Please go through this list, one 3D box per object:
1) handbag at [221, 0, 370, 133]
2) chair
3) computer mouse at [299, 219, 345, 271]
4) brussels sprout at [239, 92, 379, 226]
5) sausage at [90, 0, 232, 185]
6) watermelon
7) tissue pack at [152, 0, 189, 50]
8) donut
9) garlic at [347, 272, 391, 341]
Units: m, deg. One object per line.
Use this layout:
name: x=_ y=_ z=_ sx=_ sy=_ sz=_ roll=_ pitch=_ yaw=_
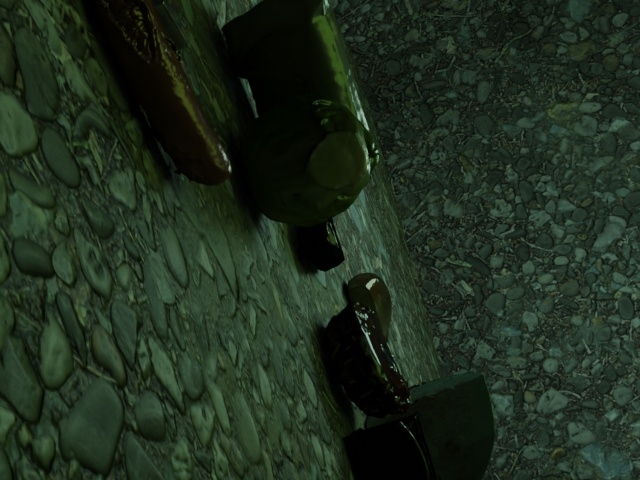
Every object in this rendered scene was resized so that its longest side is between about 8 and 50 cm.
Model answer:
handbag: x=-0.046 y=-0.292 z=1.707 sx=0.109 sy=0.253 sz=0.315 roll=-35 pitch=111 yaw=-42
chair: x=0.128 y=0.392 z=1.638 sx=0.260 sy=0.141 sz=0.154 roll=25 pitch=47 yaw=-78
computer mouse: x=0.000 y=0.000 z=1.841 sx=0.217 sy=0.074 sz=0.122 roll=27 pitch=47 yaw=-85
brussels sprout: x=-0.019 y=-0.135 z=1.556 sx=0.244 sy=0.244 sz=0.244 roll=-18 pitch=90 yaw=-80
sausage: x=-0.201 y=-0.208 z=1.143 sx=0.087 sy=0.079 sz=0.326 roll=-65 pitch=135 yaw=-60
watermelon: x=0.202 y=0.408 z=1.919 sx=0.228 sy=0.258 sz=0.387 roll=-120 pitch=-131 yaw=-65
tissue pack: x=-0.221 y=-0.323 z=1.360 sx=0.063 sy=0.035 sz=0.083 roll=-98 pitch=164 yaw=-44
donut: x=0.084 y=0.232 z=1.765 sx=0.230 sy=0.096 sz=0.216 roll=64 pitch=12 yaw=-1
garlic: x=0.116 y=0.142 z=2.188 sx=0.101 sy=0.087 sz=0.195 roll=-76 pitch=152 yaw=-46
